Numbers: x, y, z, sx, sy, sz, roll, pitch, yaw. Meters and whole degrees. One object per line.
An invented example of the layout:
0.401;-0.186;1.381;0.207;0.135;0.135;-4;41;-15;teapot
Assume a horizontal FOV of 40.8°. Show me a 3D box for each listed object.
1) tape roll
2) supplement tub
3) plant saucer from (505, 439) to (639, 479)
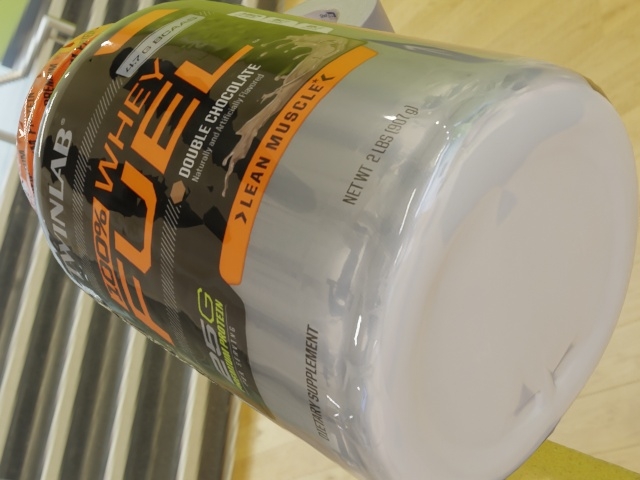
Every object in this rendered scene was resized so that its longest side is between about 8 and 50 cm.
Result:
-0.012;-0.237;1.106;0.219;0.072;0.219;-22;33;15;tape roll
-0.021;-0.021;0.482;0.338;0.207;0.207;23;94;43;supplement tub
0.233;0.356;0.709;0.332;0.081;0.333;17;110;25;plant saucer
